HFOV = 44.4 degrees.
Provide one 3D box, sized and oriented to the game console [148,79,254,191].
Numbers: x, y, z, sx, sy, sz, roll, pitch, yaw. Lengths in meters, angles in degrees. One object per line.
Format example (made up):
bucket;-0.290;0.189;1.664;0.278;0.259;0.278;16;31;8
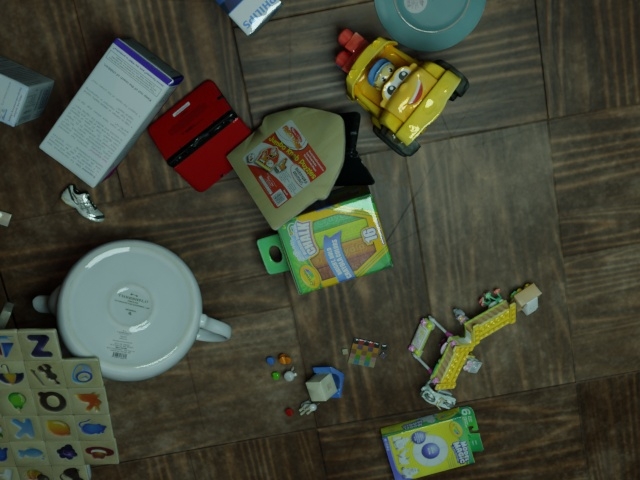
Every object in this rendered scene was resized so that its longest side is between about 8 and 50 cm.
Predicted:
game console;-0.198;-0.178;1.341;0.144;0.085;0.124;-37;71;7

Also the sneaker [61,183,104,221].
sneaker;-0.407;-0.065;1.356;0.083;0.032;0.037;35;102;-10

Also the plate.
plate;0.181;-0.405;1.283;0.188;0.024;0.188;0;105;-2

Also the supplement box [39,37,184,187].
supplement box;-0.338;-0.210;1.279;0.114;0.111;0.220;37;101;-9

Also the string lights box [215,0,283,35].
string lights box;-0.172;-0.439;1.211;0.077;0.133;0.260;-42;101;9

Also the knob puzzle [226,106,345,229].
knob puzzle;-0.037;-0.134;1.281;0.213;0.030;0.213;-8;69;21

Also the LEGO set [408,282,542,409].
LEGO set;0.258;0.162;1.411;0.132;0.107;0.287;31;99;-44

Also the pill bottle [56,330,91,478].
pill bottle;-0.484;0.312;1.390;0.152;0.152;0.272;-6;105;1

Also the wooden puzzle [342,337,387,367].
wooden puzzle;0.081;0.207;1.448;0.083;0.006;0.049;12;104;-4

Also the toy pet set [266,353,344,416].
toy pet set;-0.021;0.255;1.444;0.114;0.065;0.122;-9;104;38

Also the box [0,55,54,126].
box;-0.522;-0.249;1.259;0.137;0.126;0.072;25;104;-6

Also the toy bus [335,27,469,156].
toy bus;0.106;-0.251;1.228;0.211;0.220;0.149;40;97;-4

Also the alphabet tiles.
alphabet tiles;-0.481;0.279;1.259;0.285;0.011;0.342;-1;121;-2

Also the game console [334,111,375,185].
game console;0.035;-0.151;1.312;0.071;0.122;0.107;15;81;-43

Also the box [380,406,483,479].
box;0.214;0.384;1.478;0.179;0.043;0.105;-17;105;2

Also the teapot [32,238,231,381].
teapot;-0.319;0.126;1.336;0.252;0.187;0.256;-34;85;-19

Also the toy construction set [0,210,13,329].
toy construction set;-0.596;0.084;1.311;0.237;0.257;0.309;20;74;-12

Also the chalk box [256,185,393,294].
chalk box;0.000;0.000;1.328;0.213;0.132;0.132;-18;104;4
